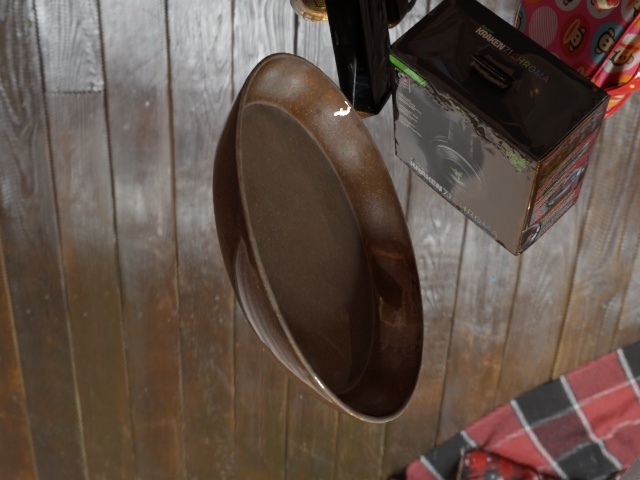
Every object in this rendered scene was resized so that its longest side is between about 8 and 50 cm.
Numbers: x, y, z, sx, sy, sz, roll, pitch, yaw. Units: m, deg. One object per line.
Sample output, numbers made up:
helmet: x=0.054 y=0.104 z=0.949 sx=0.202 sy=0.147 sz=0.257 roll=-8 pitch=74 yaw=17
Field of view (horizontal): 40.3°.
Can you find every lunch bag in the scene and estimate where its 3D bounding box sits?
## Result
lunch bag: x=0.413 y=-0.324 z=1.248 sx=0.120 sy=0.258 sz=0.293 roll=4 pitch=140 yaw=-25

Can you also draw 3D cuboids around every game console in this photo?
game console: x=0.093 y=-0.338 z=1.253 sx=0.043 sy=0.361 sz=0.213 roll=4 pitch=126 yaw=23

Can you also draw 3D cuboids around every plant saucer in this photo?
plant saucer: x=0.000 y=0.000 z=0.393 sx=0.029 sy=0.168 sz=0.168 roll=-17 pitch=119 yaw=24

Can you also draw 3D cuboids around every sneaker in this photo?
sneaker: x=0.042 y=-0.348 z=1.253 sx=0.166 sy=0.065 sz=0.076 roll=-3 pitch=155 yaw=-32

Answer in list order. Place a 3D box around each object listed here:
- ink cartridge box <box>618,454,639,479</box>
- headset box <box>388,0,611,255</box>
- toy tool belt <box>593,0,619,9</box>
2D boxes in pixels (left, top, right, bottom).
ink cartridge box: x=0.394 y=0.227 z=0.846 sx=0.165 sy=0.332 sz=0.065 roll=-16 pitch=83 yaw=33
headset box: x=0.222 y=-0.151 z=1.138 sx=0.131 sy=0.246 sz=0.283 roll=-42 pitch=158 yaw=-13
toy tool belt: x=0.270 y=-0.249 z=0.776 sx=0.052 sy=0.051 sz=0.083 roll=-10 pitch=107 yaw=-31
